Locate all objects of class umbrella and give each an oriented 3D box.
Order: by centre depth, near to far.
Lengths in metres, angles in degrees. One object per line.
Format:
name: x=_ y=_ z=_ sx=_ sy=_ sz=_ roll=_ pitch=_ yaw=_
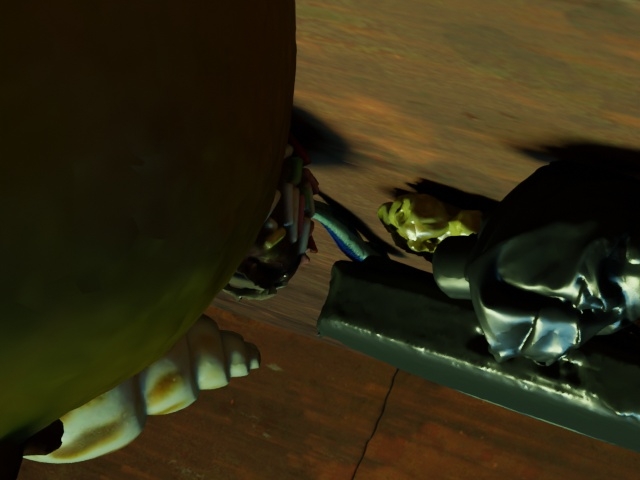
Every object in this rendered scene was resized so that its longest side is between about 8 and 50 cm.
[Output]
umbrella: x=0.181 y=0.014 z=0.888 sx=0.272 sy=0.122 sz=0.110 roll=1 pitch=-176 yaw=44

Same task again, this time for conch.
conch: x=-0.186 y=0.068 z=1.115 sx=0.275 sy=0.183 sz=0.149 roll=22 pitch=139 yaw=-24

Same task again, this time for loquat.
loquat: x=-0.171 y=-0.078 z=0.507 sx=0.328 sy=0.360 sz=0.328 roll=-21 pitch=173 yaw=-3

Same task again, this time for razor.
razor: x=0.011 y=-0.005 z=1.481 sx=0.056 sy=0.093 sz=0.324 roll=-22 pitch=158 yaw=21

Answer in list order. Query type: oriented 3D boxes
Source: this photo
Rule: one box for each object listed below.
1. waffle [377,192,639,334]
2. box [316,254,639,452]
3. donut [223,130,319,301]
waffle: x=0.165 y=0.023 z=1.249 sx=0.254 sy=0.052 sz=0.245 roll=19 pitch=176 yaw=10
box: x=0.210 y=0.112 z=1.287 sx=0.350 sy=0.091 sz=0.359 roll=16 pitch=176 yaw=35
donut: x=-0.135 y=-0.057 z=1.153 sx=0.259 sy=0.136 sz=0.345 roll=13 pitch=171 yaw=34
